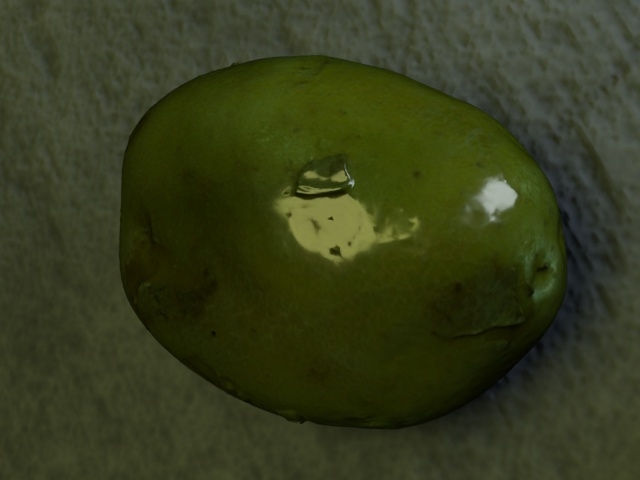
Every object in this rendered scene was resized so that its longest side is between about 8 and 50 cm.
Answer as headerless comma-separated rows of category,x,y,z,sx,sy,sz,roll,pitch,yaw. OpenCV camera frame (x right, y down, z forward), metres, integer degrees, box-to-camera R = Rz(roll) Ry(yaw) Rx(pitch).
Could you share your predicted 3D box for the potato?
potato,0.000,0.000,0.809,0.253,0.148,0.186,0,79,34
